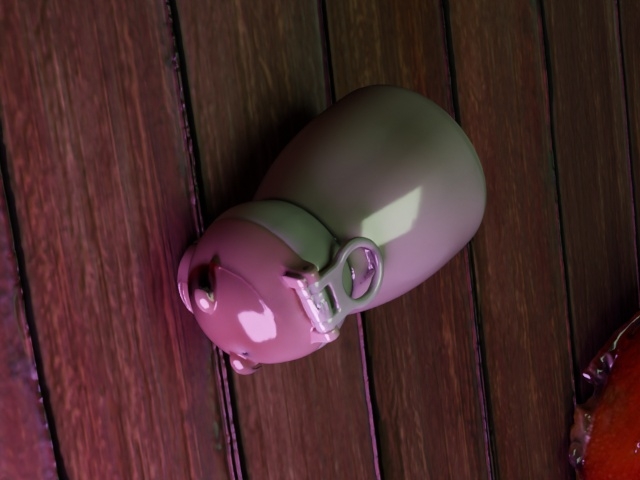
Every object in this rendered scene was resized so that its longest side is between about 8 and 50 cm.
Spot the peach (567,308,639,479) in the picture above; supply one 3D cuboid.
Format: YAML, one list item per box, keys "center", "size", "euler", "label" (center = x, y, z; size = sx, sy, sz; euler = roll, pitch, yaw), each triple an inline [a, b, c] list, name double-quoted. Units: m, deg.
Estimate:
- center: [0.463, 0.210, 1.412]
  size: [0.339, 0.417, 0.353]
  euler: [53, 16, -25]
  label: "peach"

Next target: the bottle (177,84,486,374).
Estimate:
- center: [0.000, 0.000, 0.970]
  size: [0.236, 0.147, 0.147]
  euler: [-40, 121, -36]
  label: "bottle"
